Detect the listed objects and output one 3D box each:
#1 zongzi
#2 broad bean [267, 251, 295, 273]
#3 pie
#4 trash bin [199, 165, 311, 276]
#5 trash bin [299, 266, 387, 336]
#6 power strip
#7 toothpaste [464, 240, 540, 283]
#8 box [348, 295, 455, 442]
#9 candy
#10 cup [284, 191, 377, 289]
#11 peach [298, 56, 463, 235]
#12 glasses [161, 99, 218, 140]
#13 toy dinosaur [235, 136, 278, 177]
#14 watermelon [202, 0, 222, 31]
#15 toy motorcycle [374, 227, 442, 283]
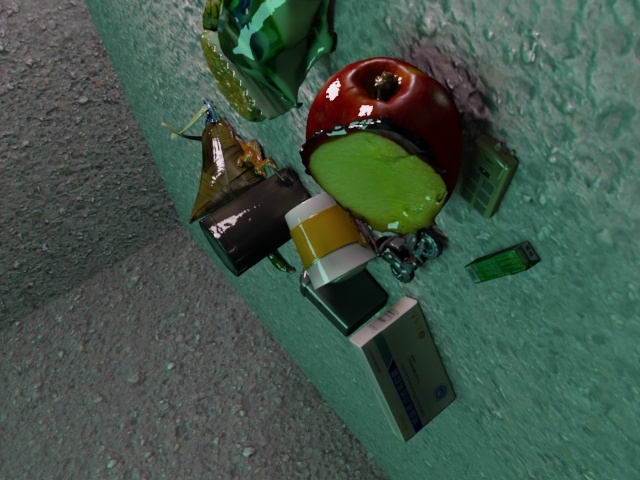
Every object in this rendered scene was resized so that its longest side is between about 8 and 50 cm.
[{"bbox_3d":[-0.378,-0.225,1.999,0.286,0.300,0.138,56,161,3],"label":"zongzi"},{"bbox_3d":[-0.202,0.017,2.373,0.291,0.049,0.144,56,156,-5],"label":"broad bean"},{"bbox_3d":[-0.224,-0.438,1.593,0.277,0.079,0.277,51,165,19],"label":"pie"},{"bbox_3d":[-0.182,-0.056,1.787,0.203,0.302,0.252,44,161,33],"label":"trash bin"},{"bbox_3d":[0.054,0.137,1.700,0.236,0.177,0.101,47,159,20],"label":"trash bin"},{"bbox_3d":[0.270,-0.104,0.971,0.076,0.028,0.168,49,161,25],"label":"power strip"},{"bbox_3d":[0.322,0.043,1.072,0.043,0.037,0.178,60,162,3],"label":"toothpaste"},{"bbox_3d":[0.222,0.341,1.567,0.065,0.200,0.343,20,140,57],"label":"box"},{"bbox_3d":[-0.090,-0.461,1.103,0.263,0.172,0.397,46,147,18],"label":"candy"},{"bbox_3d":[0.027,-0.001,1.587,0.226,0.186,0.241,61,-167,4],"label":"cup"},{"bbox_3d":[0.122,-0.160,1.007,0.258,0.201,0.361,11,154,24],"label":"peach"},{"bbox_3d":[-0.459,-0.422,2.136,0.239,0.207,0.102,121,151,-68],"label":"glasses"},{"bbox_3d":[-0.220,-0.276,1.909,0.212,0.057,0.142,53,150,9],"label":"toy dinosaur"},{"bbox_3d":[-0.254,-0.576,1.515,0.069,0.086,0.163,20,165,-6],"label":"watermelon"},{"bbox_3d":[0.189,0.016,1.305,0.122,0.082,0.213,44,152,6],"label":"toy motorcycle"}]
